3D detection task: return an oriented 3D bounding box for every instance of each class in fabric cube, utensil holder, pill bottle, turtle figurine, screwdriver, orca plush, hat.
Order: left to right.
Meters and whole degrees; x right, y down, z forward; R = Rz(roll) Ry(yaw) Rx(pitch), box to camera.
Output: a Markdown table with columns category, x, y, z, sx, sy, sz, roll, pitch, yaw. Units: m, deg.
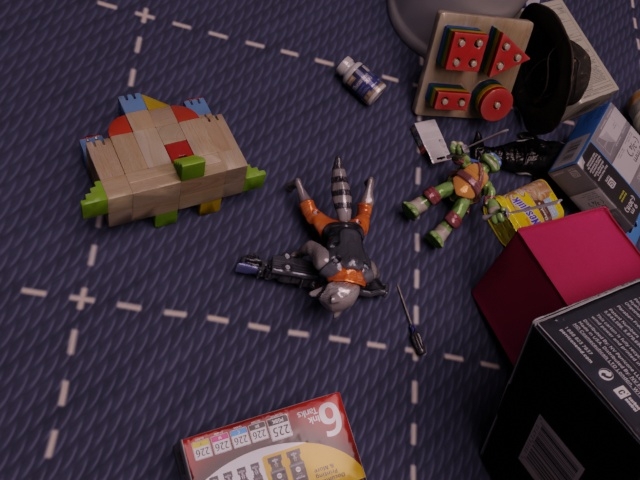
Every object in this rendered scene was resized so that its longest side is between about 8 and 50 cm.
| category | x | y | z | sx | sy | sz | roll | pitch | yaw |
| --- | --- | --- | --- | --- | --- | --- | --- | --- | --- |
| pill bottle | 0.097 | -0.394 | 1.687 | 0.120 | 0.067 | 0.067 | 42 | 63 | 2 |
| screwdriver | 0.197 | 0.175 | 1.525 | 0.024 | 0.025 | 0.170 | -10 | 64 | -21 |
| turtle figurine | 0.336 | -0.117 | 1.562 | 0.266 | 0.274 | 0.198 | -41 | 123 | -7 |
| utensil holder | 0.390 | -0.682 | 1.720 | 0.327 | 0.385 | 0.328 | 7 | 68 | -16 |
| orca plush | 0.531 | -0.238 | 1.747 | 0.287 | 0.102 | 0.151 | 15 | 65 | -12 |
| hat | 0.593 | -0.435 | 1.726 | 0.134 | 0.331 | 0.331 | -8 | 72 | -10 |
| fabric cube | 0.534 | 0.118 | 1.490 | 0.259 | 0.258 | 0.254 | -12 | 58 | -22 |

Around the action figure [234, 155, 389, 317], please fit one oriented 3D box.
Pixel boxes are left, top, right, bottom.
| category | x | y | z | sx | sy | sz | roll | pitch | yaw |
| --- | --- | --- | --- | --- | --- | --- | --- | --- | --- |
| action figure | 0.000 | 0.000 | 1.443 | 0.341 | 0.178 | 0.330 | 4 | 59 | -19 |

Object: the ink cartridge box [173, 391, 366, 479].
| category | x | y | z | sx | sy | sz | roll | pitch | yaw |
| --- | --- | --- | --- | --- | --- | --- | --- | --- | --- |
| ink cartridge box | -0.080 | 0.456 | 1.256 | 0.309 | 0.130 | 0.272 | -12 | 75 | -22 |

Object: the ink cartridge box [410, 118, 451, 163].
| category | x | y | z | sx | sy | sz | roll | pitch | yaw |
| --- | --- | --- | --- | --- | --- | --- | --- | --- | --- |
| ink cartridge box | 0.275 | -0.242 | 1.706 | 0.063 | 0.029 | 0.115 | -15 | 76 | -23 |

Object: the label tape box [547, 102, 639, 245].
| category | x | y | z | sx | sy | sz | roll | pitch | yaw |
| --- | --- | --- | --- | --- | --- | --- | --- | --- | --- |
| label tape box | 0.759 | -0.146 | 1.743 | 0.333 | 0.106 | 0.240 | 44 | 62 | -13 |

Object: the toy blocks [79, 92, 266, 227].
| category | x | y | z | sx | sy | sz | roll | pitch | yaw |
| --- | --- | --- | --- | --- | --- | --- | --- | --- | --- |
| toy blocks | -0.338 | -0.192 | 1.422 | 0.381 | 0.191 | 0.261 | -17 | 64 | -24 |

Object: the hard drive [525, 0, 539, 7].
| category | x | y | z | sx | sy | sz | roll | pitch | yaw |
| --- | --- | --- | --- | --- | --- | --- | --- | --- | --- |
| hard drive | 0.604 | -0.795 | 1.882 | 0.040 | 0.210 | 0.319 | 10 | 40 | 14 |

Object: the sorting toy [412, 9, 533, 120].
| category | x | y | z | sx | sy | sz | roll | pitch | yaw |
| --- | --- | --- | --- | --- | --- | --- | --- | --- | --- |
| sorting toy | 0.384 | -0.411 | 1.679 | 0.255 | 0.257 | 0.089 | 0 | 34 | -18 |

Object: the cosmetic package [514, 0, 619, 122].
| category | x | y | z | sx | sy | sz | roll | pitch | yaw |
| --- | --- | --- | --- | --- | --- | --- | --- | --- | --- |
| cosmetic package | 0.655 | -0.495 | 1.886 | 0.160 | 0.113 | 0.309 | -21 | 76 | -24 |

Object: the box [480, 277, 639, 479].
| category | x | y | z | sx | sy | sz | roll | pitch | yaw |
| --- | --- | --- | --- | --- | --- | --- | --- | --- | --- |
| box | 0.614 | 0.318 | 1.291 | 0.471 | 0.480 | 0.297 | -19 | 48 | -19 |

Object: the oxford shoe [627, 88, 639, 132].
| category | x | y | z | sx | sy | sz | roll | pitch | yaw |
| --- | --- | --- | --- | --- | --- | --- | --- | --- | --- |
| oxford shoe | 1.069 | -0.379 | 1.960 | 0.449 | 0.169 | 0.130 | -2 | 50 | -18 |

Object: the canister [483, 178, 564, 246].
| category | x | y | z | sx | sy | sz | roll | pitch | yaw |
| --- | --- | --- | --- | --- | --- | --- | --- | --- | --- |
| canister | 0.502 | -0.072 | 1.689 | 0.170 | 0.073 | 0.126 | -23 | 78 | -26 |
